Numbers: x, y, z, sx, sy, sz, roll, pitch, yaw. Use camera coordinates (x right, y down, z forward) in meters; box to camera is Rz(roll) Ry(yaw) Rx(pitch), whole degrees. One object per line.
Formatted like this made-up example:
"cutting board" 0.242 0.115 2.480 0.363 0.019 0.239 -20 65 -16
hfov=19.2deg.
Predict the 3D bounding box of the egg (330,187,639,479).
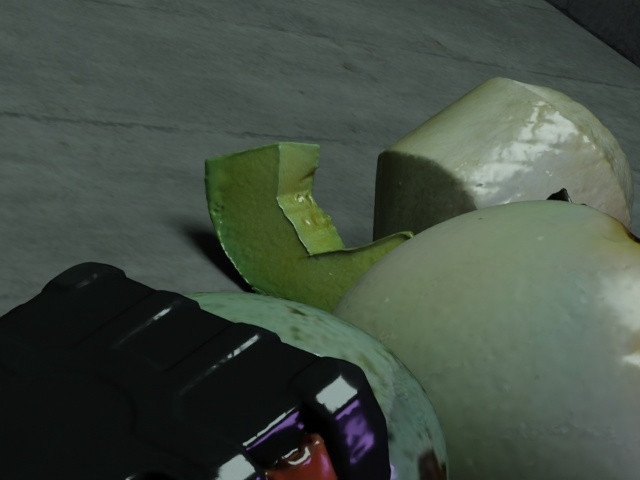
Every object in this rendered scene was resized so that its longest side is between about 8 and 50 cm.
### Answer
"egg" 0.108 0.114 1.134 0.174 0.264 0.286 -10 34 -38

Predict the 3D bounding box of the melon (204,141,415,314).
"melon" 0.000 0.000 1.440 0.209 0.118 0.064 49 11 17

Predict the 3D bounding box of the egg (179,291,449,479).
"egg" -0.042 0.110 1.024 0.231 0.169 0.169 23 20 1

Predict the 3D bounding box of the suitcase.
"suitcase" -0.133 0.119 0.752 0.285 0.066 0.206 -35 35 -31

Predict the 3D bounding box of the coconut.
"coconut" 0.136 -0.016 1.541 0.202 0.222 0.202 44 -19 20
